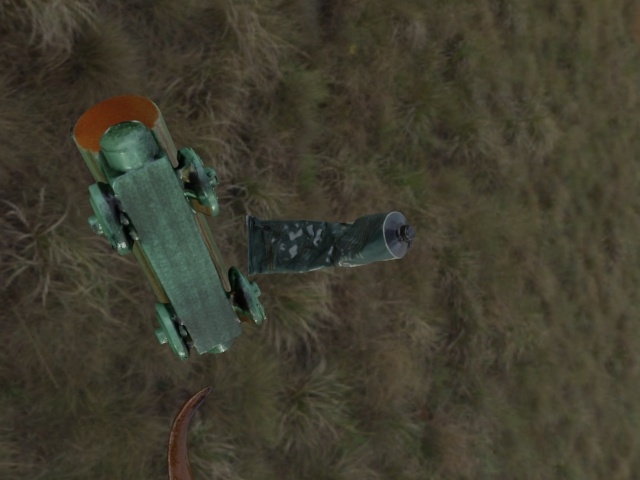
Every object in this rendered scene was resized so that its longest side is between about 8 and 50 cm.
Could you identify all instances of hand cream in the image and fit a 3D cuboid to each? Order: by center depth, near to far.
[{"bbox_3d":[0.000,-0.001,0.779,0.052,0.248,0.075,39,58,-45],"label":"hand cream"}]

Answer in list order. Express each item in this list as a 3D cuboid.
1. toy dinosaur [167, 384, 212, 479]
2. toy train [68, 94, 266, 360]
[{"bbox_3d":[-0.140,0.347,0.504,0.432,0.097,0.208,-75,153,-46],"label":"toy dinosaur"},{"bbox_3d":[-0.151,-0.010,0.664,0.116,0.177,0.285,-27,134,-11],"label":"toy train"}]
